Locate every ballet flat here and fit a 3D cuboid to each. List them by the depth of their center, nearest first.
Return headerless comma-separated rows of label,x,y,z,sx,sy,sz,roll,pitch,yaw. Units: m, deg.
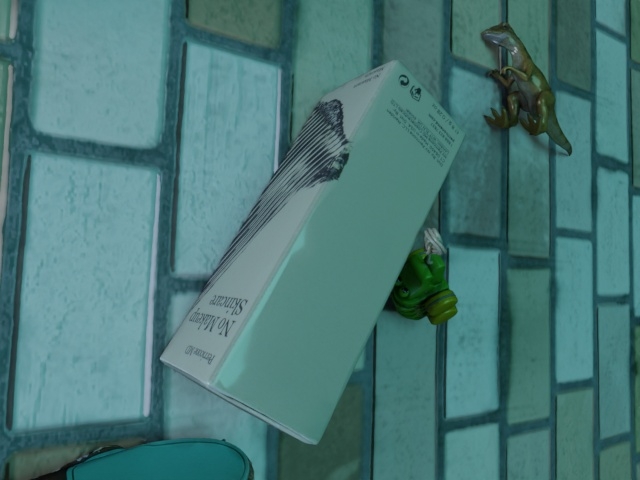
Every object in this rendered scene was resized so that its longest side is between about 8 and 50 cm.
ballet flat,-0.159,0.187,0.315,0.241,0.091,0.077,-4,120,-29

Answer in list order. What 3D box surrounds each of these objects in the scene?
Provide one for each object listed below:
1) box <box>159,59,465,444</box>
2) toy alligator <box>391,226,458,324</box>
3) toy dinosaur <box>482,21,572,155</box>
box,0.000,0.000,0.400,0.094,0.113,0.275,39,67,-25
toy alligator,0.086,0.040,0.454,0.051,0.189,0.056,-28,64,3
toy dinosaur,0.259,-0.160,0.605,0.112,0.064,0.211,-47,112,-27
